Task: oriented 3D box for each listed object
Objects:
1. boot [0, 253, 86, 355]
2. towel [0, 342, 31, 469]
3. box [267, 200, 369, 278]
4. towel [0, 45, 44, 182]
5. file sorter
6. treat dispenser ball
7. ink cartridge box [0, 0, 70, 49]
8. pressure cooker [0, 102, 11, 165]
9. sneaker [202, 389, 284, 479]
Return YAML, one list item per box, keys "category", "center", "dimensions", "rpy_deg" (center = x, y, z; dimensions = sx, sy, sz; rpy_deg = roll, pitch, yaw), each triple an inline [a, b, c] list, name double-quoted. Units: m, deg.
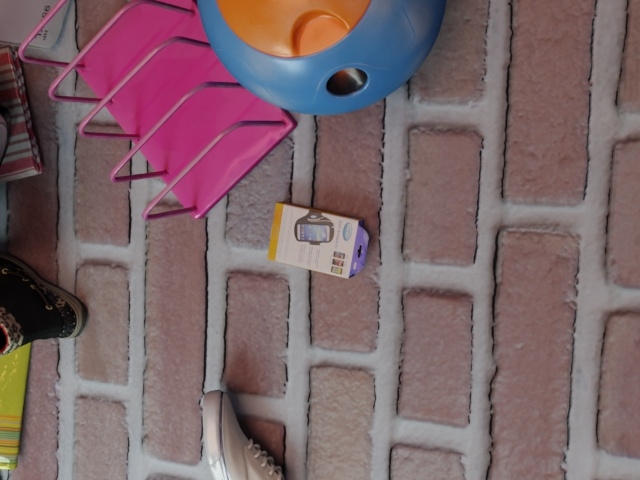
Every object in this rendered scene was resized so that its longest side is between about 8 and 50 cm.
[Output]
- category: "boot"
  center: [-0.482, 0.089, 1.415]
  dimensions: [0.236, 0.179, 0.085]
  rpy_deg: [24, 105, 16]
- category: "towel"
  center: [-0.508, 0.236, 1.503]
  dimensions: [0.102, 0.021, 0.237]
  rpy_deg: [8, 94, -10]
- category: "box"
  center: [0.000, 0.000, 1.302]
  dimensions: [0.136, 0.028, 0.081]
  rpy_deg: [13, 101, 17]
- category: "towel"
  center: [-0.497, -0.184, 1.470]
  dimensions: [0.144, 0.029, 0.197]
  rpy_deg: [-10, 93, 24]
- category: "file sorter"
  center: [-0.220, -0.194, 1.278]
  dimensions: [0.202, 0.182, 0.290]
  rpy_deg: [-42, 81, 20]
- category: "treat dispenser ball"
  center: [0.002, -0.289, 1.125]
  dimensions: [0.288, 0.288, 0.288]
  rpy_deg: [3, 98, 21]
- category: "ink cartridge box"
  center: [-0.534, -0.474, 1.371]
  dimensions: [0.395, 0.166, 0.285]
  rpy_deg: [25, 104, 16]
- category: "pressure cooker"
  center: [-0.625, -0.106, 1.307]
  dimensions: [0.420, 0.370, 0.375]
  rpy_deg: [33, 101, 0]
- category: "sneaker"
  center: [-0.098, 0.327, 1.357]
  dimensions: [0.091, 0.094, 0.258]
  rpy_deg: [-14, 96, 4]
